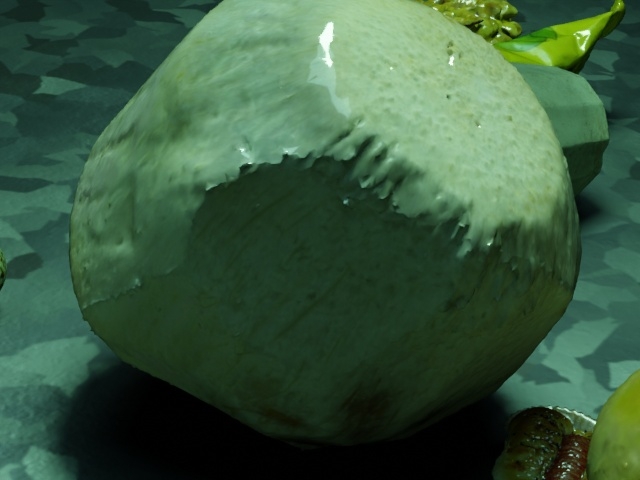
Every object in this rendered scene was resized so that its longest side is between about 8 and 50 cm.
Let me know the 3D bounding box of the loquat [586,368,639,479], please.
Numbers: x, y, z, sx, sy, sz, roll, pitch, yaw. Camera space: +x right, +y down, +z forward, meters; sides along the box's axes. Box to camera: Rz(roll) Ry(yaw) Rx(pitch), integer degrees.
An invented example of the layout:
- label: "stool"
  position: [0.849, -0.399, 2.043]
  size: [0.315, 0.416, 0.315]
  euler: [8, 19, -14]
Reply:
- label: "loquat"
  position: [0.308, 0.174, 1.145]
  size: [0.243, 0.244, 0.244]
  euler: [2, 28, -1]

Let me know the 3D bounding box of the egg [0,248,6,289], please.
- label: "egg"
  position: [-0.341, 0.027, 1.508]
  size: [0.110, 0.085, 0.085]
  euler: [-5, 28, 0]

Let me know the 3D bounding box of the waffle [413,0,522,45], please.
- label: "waffle"
  position: [0.100, -0.249, 2.017]
  size: [0.293, 0.069, 0.260]
  euler: [1, 22, 30]

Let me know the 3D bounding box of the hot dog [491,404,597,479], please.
- label: "hot dog"
  position: [0.184, 0.187, 1.295]
  size: [0.099, 0.053, 0.192]
  euler: [4, 26, 10]

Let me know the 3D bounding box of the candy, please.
- label: "candy"
  position: [0.220, -0.179, 1.877]
  size: [0.297, 0.187, 0.081]
  euler: [-25, 71, -35]

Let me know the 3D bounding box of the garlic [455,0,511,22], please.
- label: "garlic"
  position: [0.202, -0.286, 2.158]
  size: [0.074, 0.094, 0.113]
  euler: [-28, 7, 47]

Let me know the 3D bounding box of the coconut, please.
- label: "coconut"
  position: [0.000, 0.000, 1.344]
  size: [0.415, 0.415, 0.345]
  euler: [16, 41, 22]

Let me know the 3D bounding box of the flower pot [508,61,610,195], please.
- label: "flower pot"
  position: [0.180, -0.097, 1.709]
  size: [0.212, 0.212, 0.202]
  euler: [27, 22, 37]
